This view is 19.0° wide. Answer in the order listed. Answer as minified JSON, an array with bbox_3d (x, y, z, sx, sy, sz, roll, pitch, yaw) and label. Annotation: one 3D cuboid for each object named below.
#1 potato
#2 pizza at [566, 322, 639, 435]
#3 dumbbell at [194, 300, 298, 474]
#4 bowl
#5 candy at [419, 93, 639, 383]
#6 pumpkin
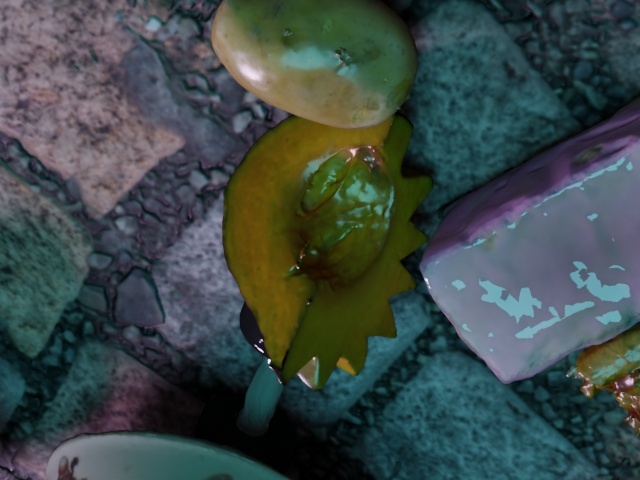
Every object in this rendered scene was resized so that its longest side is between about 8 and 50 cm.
[{"bbox_3d":[-0.003,-0.162,1.595,0.178,0.118,0.109,23,167,5],"label":"potato"},{"bbox_3d":[0.363,0.144,1.679,0.289,0.081,0.229,-4,135,0],"label":"pizza"},{"bbox_3d":[-0.048,0.131,1.790,0.100,0.100,0.191,23,123,0],"label":"dumbbell"},{"bbox_3d":[-0.131,0.337,1.837,0.337,0.157,0.337,13,146,9],"label":"bowl"},{"bbox_3d":[0.231,-0.004,1.629,0.265,0.116,0.155,-30,106,26],"label":"candy"},{"bbox_3d":[0.000,0.000,1.700,0.149,0.130,0.254,21,90,36],"label":"pumpkin"}]
